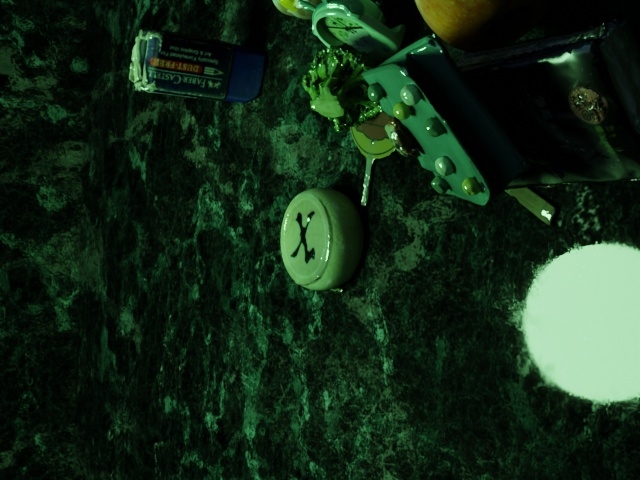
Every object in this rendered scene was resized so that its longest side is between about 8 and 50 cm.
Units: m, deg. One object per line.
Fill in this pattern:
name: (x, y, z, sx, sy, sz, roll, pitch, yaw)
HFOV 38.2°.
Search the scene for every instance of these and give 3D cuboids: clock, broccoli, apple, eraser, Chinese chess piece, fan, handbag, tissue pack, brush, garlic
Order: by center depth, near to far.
tissue pack: (0.355, -0.192, 1.427, 0.332, 0.123, 0.245, 1, 126, 55)
handbag: (0.181, -0.175, 1.461, 0.268, 0.100, 0.274, 51, 172, -12)
apple: (0.273, -0.431, 1.511, 0.272, 0.252, 0.206, 114, 145, -66)
brush: (0.337, -0.087, 1.601, 0.190, 0.028, 0.034, 48, 129, 45)
clock: (0.058, -0.443, 1.875, 0.159, 0.211, 0.066, -7, 56, 54)
broccoli: (0.051, -0.314, 1.898, 0.196, 0.156, 0.195, 11, 122, 18)
fan: (0.118, -0.237, 1.949, 0.230, 0.011, 0.334, 21, 105, 56)
Chinese chess piece: (0.000, 0.000, 2.044, 0.238, 0.092, 0.237, -2, 88, 55)
garlic: (-0.071, -0.568, 2.100, 0.131, 0.194, 0.127, 124, 144, -49)
eraser: (-0.302, -0.427, 2.299, 0.102, 0.332, 0.154, 27, 110, 52)

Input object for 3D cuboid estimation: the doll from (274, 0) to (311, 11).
doll: (0.036, -0.653, 1.915, 0.366, 0.187, 0.376, -10, 55, 37)
